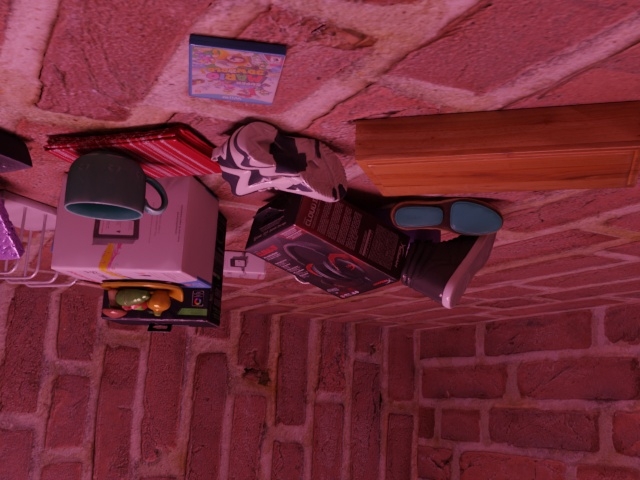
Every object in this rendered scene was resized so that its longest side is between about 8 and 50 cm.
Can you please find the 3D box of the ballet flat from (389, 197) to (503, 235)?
[{"bbox_3d":[0.258,-0.057,1.624,0.232,0.080,0.073,5,-164,-1],"label":"ballet flat"}]

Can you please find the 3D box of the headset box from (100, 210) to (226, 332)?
[{"bbox_3d":[-0.354,0.070,1.799,0.246,0.283,0.131,2,168,6],"label":"headset box"}]

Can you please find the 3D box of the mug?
[{"bbox_3d":[-0.353,-0.092,1.342,0.129,0.097,0.157,-5,166,34],"label":"mug"}]

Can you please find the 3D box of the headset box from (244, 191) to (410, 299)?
[{"bbox_3d":[0.000,0.000,1.631,0.293,0.110,0.218,28,152,-24],"label":"headset box"}]

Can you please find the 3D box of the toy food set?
[{"bbox_3d":[-0.388,0.127,1.629,0.218,0.071,0.128,-1,168,24],"label":"toy food set"}]

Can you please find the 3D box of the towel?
[{"bbox_3d":[-0.312,-0.148,1.376,0.274,0.031,0.199,-2,167,21],"label":"towel"}]

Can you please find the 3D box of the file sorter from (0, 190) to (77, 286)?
[{"bbox_3d":[-0.717,0.007,1.846,0.192,0.173,0.277,-2,167,25],"label":"file sorter"}]

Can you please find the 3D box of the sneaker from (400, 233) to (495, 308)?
[{"bbox_3d":[0.272,0.017,1.668,0.147,0.296,0.105,22,134,25],"label":"sneaker"}]

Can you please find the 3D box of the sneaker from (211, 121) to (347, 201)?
[{"bbox_3d":[-0.079,-0.118,1.322,0.235,0.094,0.153,13,165,-40],"label":"sneaker"}]

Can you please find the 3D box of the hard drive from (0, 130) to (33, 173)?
[{"bbox_3d":[-0.627,-0.167,1.302,0.172,0.054,0.254,-5,166,31],"label":"hard drive"}]

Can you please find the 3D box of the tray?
[{"bbox_3d":[0.278,-0.132,1.227,0.411,0.076,0.203,-2,167,17],"label":"tray"}]

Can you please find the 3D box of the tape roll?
[{"bbox_3d":[0.179,-0.011,1.785,0.189,0.080,0.189,2,168,0],"label":"tape roll"}]

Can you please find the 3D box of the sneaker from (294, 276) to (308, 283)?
[{"bbox_3d":[-0.039,0.036,1.885,0.114,0.152,0.305,-2,168,10],"label":"sneaker"}]

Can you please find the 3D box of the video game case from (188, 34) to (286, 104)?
[{"bbox_3d":[-0.113,-0.221,1.036,0.119,0.015,0.166,4,168,-9],"label":"video game case"}]

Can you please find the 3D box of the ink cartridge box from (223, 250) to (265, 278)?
[{"bbox_3d":[-0.236,0.072,2.295,0.150,0.063,0.109,4,167,-7],"label":"ink cartridge box"}]

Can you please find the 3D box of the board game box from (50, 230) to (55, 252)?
[{"bbox_3d":[-0.533,0.046,2.153,0.242,0.064,0.316,1,164,27],"label":"board game box"}]

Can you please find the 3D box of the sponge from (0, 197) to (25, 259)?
[{"bbox_3d":[-0.697,-0.051,1.607,0.117,0.031,0.210,-1,125,11],"label":"sponge"}]

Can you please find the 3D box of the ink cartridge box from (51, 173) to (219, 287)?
[{"bbox_3d":[-0.369,-0.017,1.598,0.270,0.197,0.198,1,168,10],"label":"ink cartridge box"}]
